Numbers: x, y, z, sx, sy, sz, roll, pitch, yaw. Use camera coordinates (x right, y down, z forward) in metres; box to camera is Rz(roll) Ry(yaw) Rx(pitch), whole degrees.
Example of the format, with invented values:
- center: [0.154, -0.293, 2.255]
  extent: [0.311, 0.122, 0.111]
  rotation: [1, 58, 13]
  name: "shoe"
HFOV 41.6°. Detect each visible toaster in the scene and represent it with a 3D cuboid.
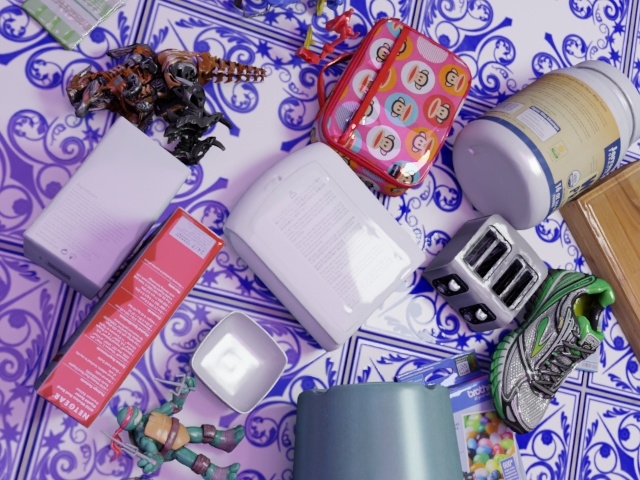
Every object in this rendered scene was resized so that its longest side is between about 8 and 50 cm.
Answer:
- center: [0.313, 0.057, 1.579]
  extent: [0.168, 0.110, 0.186]
  rotation: [47, 70, -8]
  name: "toaster"

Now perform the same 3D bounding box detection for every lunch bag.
- center: [0.116, -0.255, 1.558]
  extent: [0.258, 0.120, 0.293]
  rotation: [30, 74, -8]
  name: "lunch bag"

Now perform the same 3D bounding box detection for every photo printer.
- center: [0.000, 0.000, 1.477]
  extent: [0.256, 0.107, 0.307]
  rotation: [-45, 97, -18]
  name: "photo printer"

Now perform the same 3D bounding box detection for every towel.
- center: [-0.417, -0.409, 1.439]
  extent: [0.113, 0.023, 0.152]
  rotation: [43, 73, -7]
  name: "towel"

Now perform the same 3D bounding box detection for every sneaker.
- center: [0.422, 0.195, 1.540]
  extent: [0.134, 0.146, 0.343]
  rotation: [40, 68, -28]
  name: "sneaker"

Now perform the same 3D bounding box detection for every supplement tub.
- center: [0.432, -0.186, 1.594]
  extent: [0.316, 0.228, 0.228]
  rotation: [-33, 94, -20]
  name: "supplement tub"

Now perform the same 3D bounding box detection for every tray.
- center: [0.671, 0.059, 1.726]
  extent: [0.203, 0.076, 0.411]
  rotation: [-29, 91, -21]
  name: "tray"

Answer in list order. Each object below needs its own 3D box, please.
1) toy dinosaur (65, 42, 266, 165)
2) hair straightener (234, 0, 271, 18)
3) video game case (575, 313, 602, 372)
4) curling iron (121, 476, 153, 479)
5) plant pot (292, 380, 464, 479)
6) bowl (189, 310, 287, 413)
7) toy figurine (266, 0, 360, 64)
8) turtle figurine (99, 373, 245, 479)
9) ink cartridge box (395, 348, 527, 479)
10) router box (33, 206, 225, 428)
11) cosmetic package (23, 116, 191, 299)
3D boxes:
- center: [-0.249, -0.251, 1.413]
  extent: [0.322, 0.164, 0.218]
  rotation: [-22, 73, 0]
  name: "toy dinosaur"
- center: [-0.097, -0.505, 1.549]
  extent: [0.089, 0.047, 0.230]
  rotation: [20, 74, -16]
  name: "hair straightener"
- center: [0.507, 0.172, 1.681]
  extent: [0.119, 0.015, 0.166]
  rotation: [12, 78, -17]
  name: "video game case"
- center: [-0.233, 0.491, 1.359]
  extent: [0.068, 0.035, 0.274]
  rotation: [-37, 95, -20]
  name: "curling iron"
- center: [0.094, 0.406, 1.351]
  extent: [0.341, 0.341, 0.334]
  rotation: [4, 72, -19]
  name: "plant pot"
- center: [-0.143, 0.205, 1.416]
  extent: [0.142, 0.053, 0.142]
  rotation: [46, 59, -8]
  name: "bowl"
- center: [-0.020, -0.522, 1.481]
  extent: [0.217, 0.191, 0.362]
  rotation: [26, 74, -27]
  name: "toy figurine"
- center: [-0.237, 0.304, 1.341]
  extent: [0.234, 0.118, 0.175]
  rotation: [30, 55, -22]
  name: "turtle figurine"
- center: [0.265, 0.371, 1.543]
  extent: [0.185, 0.065, 0.311]
  rotation: [-15, 85, -21]
  name: "ink cartridge box"
- center: [-0.291, 0.115, 1.236]
  extent: [0.082, 0.335, 0.301]
  rotation: [38, 73, -11]
  name: "router box"
- center: [-0.332, -0.041, 1.302]
  extent: [0.138, 0.224, 0.225]
  rotation: [36, 72, -11]
  name: "cosmetic package"
